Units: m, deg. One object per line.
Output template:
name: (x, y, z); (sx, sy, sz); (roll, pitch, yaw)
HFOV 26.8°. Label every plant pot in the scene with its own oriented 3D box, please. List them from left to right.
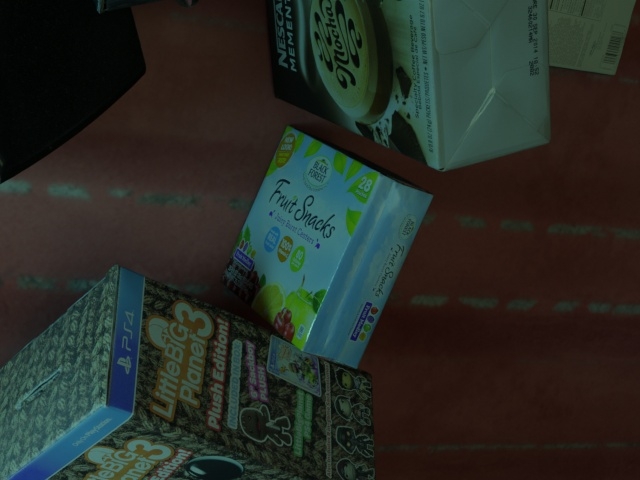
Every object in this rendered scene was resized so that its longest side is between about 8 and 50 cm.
plant pot: (-0.254, -0.175, 1.097); (0.167, 0.188, 0.188); (-27, 117, -29)

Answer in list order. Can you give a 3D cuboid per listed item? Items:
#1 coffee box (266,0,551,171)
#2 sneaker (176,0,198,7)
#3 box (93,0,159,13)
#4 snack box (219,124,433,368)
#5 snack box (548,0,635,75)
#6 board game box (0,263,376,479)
coffee box: (0.066, -0.184, 1.176); (0.118, 0.297, 0.168); (-15, 113, -24)
sneaker: (-0.118, -0.271, 1.207); (0.057, 0.047, 0.119); (-23, 117, -31)
box: (-0.087, -0.306, 1.063); (0.295, 0.293, 0.073); (-16, 138, -22)
snack box: (0.000, 0.000, 1.257); (0.070, 0.207, 0.175); (20, 97, -30)
snack box: (0.267, -0.331, 1.329); (0.187, 0.060, 0.322); (-1, 109, -50)
board game box: (-0.132, 0.182, 1.228); (0.291, 0.141, 0.232); (26, 135, -30)
